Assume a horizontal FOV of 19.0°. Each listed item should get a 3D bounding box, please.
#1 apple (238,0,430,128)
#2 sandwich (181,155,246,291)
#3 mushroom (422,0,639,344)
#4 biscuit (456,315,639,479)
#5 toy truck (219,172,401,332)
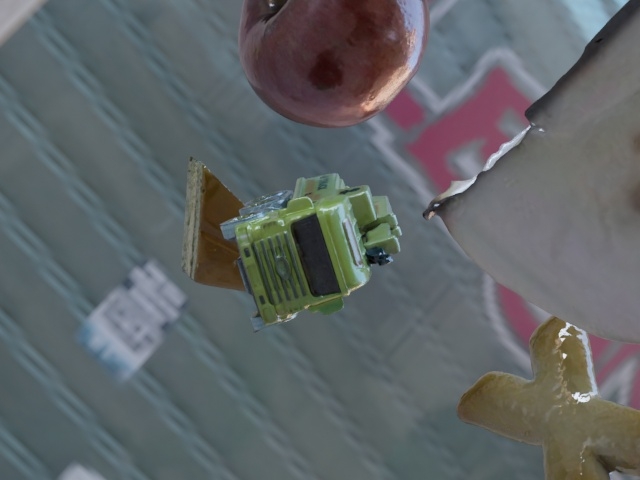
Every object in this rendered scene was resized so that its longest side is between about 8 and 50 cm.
[{"bbox_3d":[0.011,-0.155,1.393,0.120,0.153,0.153,27,-9,-30],"label":"apple"},{"bbox_3d":[-0.069,-0.011,2.259,0.187,0.144,0.117,9,7,-14],"label":"sandwich"},{"bbox_3d":[0.217,-0.056,1.115,0.173,0.162,0.236,44,-55,1],"label":"mushroom"},{"bbox_3d":[0.237,0.174,1.817,0.208,0.164,0.047,50,5,40],"label":"biscuit"},{"bbox_3d":[0.000,0.000,1.231,0.169,0.100,0.077,-54,126,-81],"label":"toy truck"}]
